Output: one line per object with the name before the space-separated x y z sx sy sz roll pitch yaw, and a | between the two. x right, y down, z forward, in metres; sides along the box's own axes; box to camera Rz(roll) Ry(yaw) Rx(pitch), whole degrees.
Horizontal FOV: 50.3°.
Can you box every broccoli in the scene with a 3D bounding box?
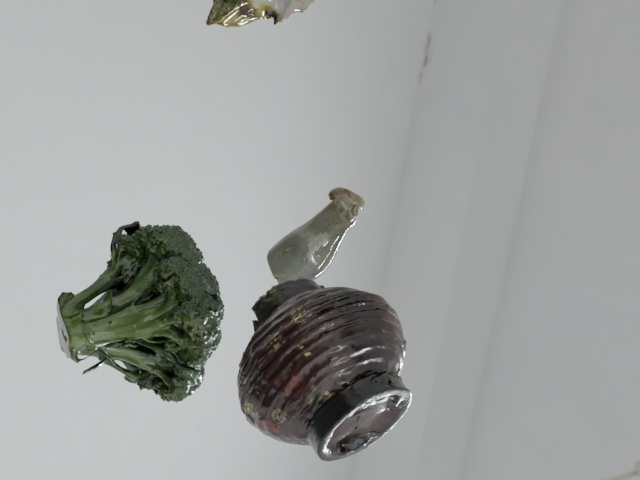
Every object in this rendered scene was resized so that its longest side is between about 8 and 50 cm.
broccoli | -0.298 0.138 1.171 0.304 0.284 0.321 29 -58 46

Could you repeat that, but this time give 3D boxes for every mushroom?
mushroom | 0.000 0.000 1.314 0.225 0.116 0.093 -39 -139 18

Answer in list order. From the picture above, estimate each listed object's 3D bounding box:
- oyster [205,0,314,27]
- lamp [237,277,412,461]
oyster | -0.030 -0.260 0.540 0.072 0.133 0.209 17 -81 20
lamp | 0.000 0.161 0.903 0.247 0.247 0.246 5 -84 60
